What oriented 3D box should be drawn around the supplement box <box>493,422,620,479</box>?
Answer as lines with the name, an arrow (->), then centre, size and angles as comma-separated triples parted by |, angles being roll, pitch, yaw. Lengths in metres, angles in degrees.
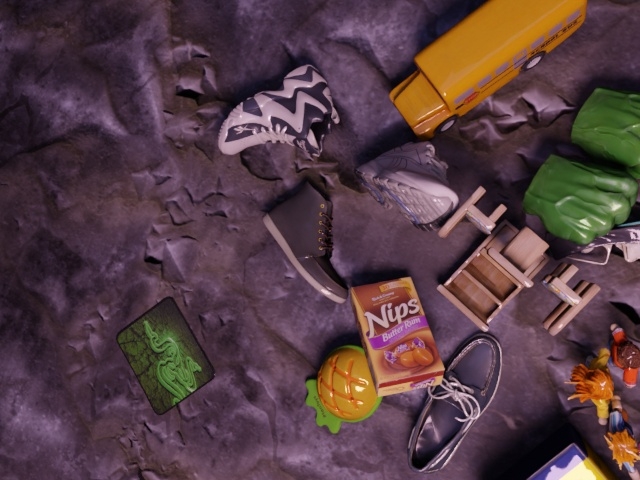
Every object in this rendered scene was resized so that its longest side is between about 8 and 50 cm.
supplement box -> 0.412, 0.475, 0.994 | 0.195, 0.194, 0.356 | -43, 74, 9

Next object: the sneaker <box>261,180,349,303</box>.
sneaker -> 0.000, 0.000, 1.234 | 0.118, 0.083, 0.222 | -42, 73, 9

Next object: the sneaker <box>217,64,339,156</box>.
sneaker -> -0.068, -0.197, 1.270 | 0.235, 0.094, 0.153 | -32, 67, 2

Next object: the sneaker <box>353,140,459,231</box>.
sneaker -> 0.150, -0.106, 1.111 | 0.129, 0.297, 0.111 | -41, 113, -1

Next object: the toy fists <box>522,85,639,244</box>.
toy fists -> 0.444, -0.114, 1.073 | 0.142, 0.096, 0.279 | 28, 74, 37

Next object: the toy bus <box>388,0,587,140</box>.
toy bus -> 0.271, -0.311, 1.157 | 0.333, 0.130, 0.108 | -36, 75, 11

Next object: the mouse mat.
mouse mat -> -0.304, 0.224, 1.347 | 0.153, 0.007, 0.189 | -36, 76, 11

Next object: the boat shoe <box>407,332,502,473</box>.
boat shoe -> 0.217, 0.268, 1.139 | 0.095, 0.079, 0.254 | 34, 94, 23

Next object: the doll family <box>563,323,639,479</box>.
doll family -> 0.439, 0.261, 1.025 | 0.118, 0.163, 0.262 | -18, 79, 15

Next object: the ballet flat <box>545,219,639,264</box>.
ballet flat -> 0.464, 0.002, 1.097 | 0.203, 0.074, 0.074 | -6, 83, 18

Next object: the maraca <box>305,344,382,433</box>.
maraca -> 0.039, 0.256, 1.191 | 0.185, 0.099, 0.127 | -46, 62, 34

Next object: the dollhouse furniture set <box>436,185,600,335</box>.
dollhouse furniture set -> 0.268, 0.055, 1.055 | 0.212, 0.242, 0.161 | 43, 97, 10

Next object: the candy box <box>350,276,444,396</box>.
candy box -> 0.122, 0.154, 1.138 | 0.109, 0.053, 0.186 | -10, 50, -7
